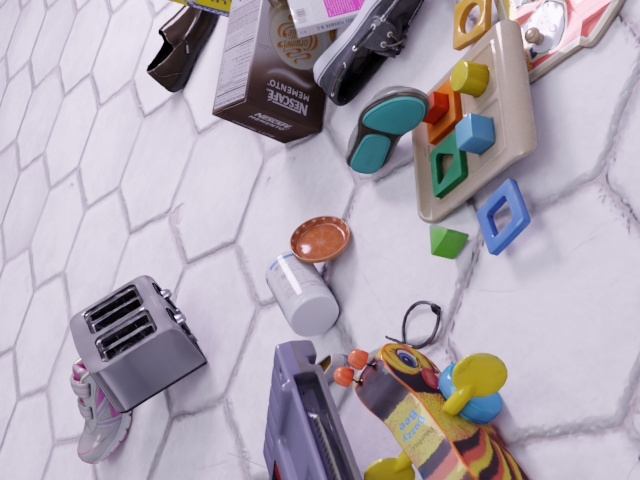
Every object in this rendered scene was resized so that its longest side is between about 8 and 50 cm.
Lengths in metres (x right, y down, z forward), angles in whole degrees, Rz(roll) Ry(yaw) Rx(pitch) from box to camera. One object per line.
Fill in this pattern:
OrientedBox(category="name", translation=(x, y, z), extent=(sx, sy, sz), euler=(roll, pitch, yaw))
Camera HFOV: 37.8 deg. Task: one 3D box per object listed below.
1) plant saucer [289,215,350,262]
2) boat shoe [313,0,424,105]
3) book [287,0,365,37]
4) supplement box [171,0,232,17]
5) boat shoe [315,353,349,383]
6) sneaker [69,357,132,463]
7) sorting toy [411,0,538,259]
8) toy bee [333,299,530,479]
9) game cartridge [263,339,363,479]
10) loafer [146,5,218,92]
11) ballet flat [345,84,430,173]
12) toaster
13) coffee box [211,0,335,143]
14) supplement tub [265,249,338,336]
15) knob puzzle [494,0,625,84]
OrientedBox(category="plant saucer", translation=(0.000, 0.000, 1.253), extent=(0.083, 0.013, 0.083), euler=(-11, 43, 10))
OrientedBox(category="boat shoe", translation=(0.077, -0.269, 1.258), extent=(0.228, 0.080, 0.076), euler=(-42, 62, 31))
OrientedBox(category="book", translation=(0.027, -0.340, 1.309), extent=(0.144, 0.035, 0.096), euler=(-14, 57, -1))
OrientedBox(category="supplement box", translation=(-0.169, -0.579, 1.561), extent=(0.195, 0.194, 0.356), euler=(141, 144, -84))
OrientedBox(category="boat shoe", translation=(-0.006, 0.174, 1.201), extent=(0.100, 0.035, 0.035), euler=(-40, 46, 36))
OrientedBox(category="sneaker", translation=(-0.382, 0.254, 1.603), extent=(0.103, 0.111, 0.252), euler=(4, 78, 54))
OrientedBox(category="sorting toy", translation=(0.161, -0.139, 1.086), extent=(0.196, 0.047, 0.348), euler=(-38, 46, 51))
OrientedBox(category="toy bee", translation=(0.092, 0.177, 0.962), extent=(0.298, 0.162, 0.195), euler=(32, 103, 54))
OrientedBox(category="game cartridge", translation=(0.002, 0.315, 1.026), extent=(0.355, 0.068, 0.230), euler=(-113, 27, -43))
OrientedBox(category="loafer", translation=(-0.260, -0.386, 1.751), extent=(0.080, 0.078, 0.220), euler=(36, 105, 53))
OrientedBox(category="ballet flat", translation=(0.078, -0.153, 1.156), extent=(0.213, 0.072, 0.068), euler=(126, 154, -64))
OrientedBox(category="toaster", translation=(-0.292, 0.162, 1.463), extent=(0.185, 0.110, 0.168), euler=(-31, 38, -7))
OrientedBox(category="coffee box", translation=(-0.062, -0.287, 1.391), extent=(0.098, 0.141, 0.246), euler=(-9, 69, 52))
OrientedBox(category="supplement tub", translation=(-0.026, 0.069, 1.244), extent=(0.071, 0.071, 0.107), euler=(-56, 39, 21))
OrientedBox(category="knob puzzle", translation=(0.272, -0.293, 1.041), extent=(0.213, 0.030, 0.213), euler=(-27, 54, 45))
